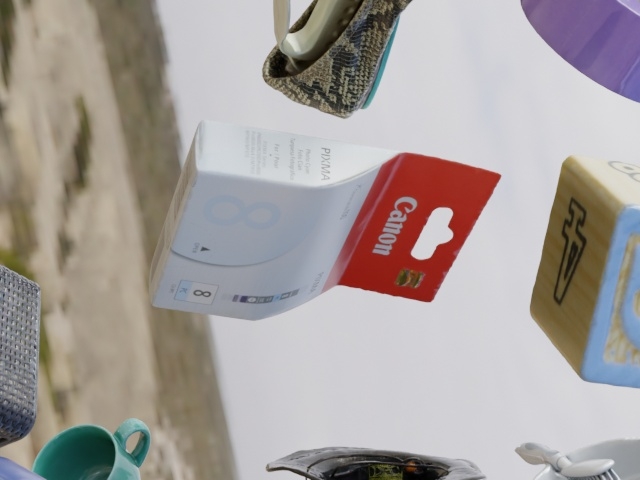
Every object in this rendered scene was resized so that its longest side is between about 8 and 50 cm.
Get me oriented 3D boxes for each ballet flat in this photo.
[{"bbox_3d":[0.050,-0.324,2.222,0.483,0.182,0.164,123,-29,-47],"label":"ballet flat"}]

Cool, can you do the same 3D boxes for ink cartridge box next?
[{"bbox_3d":[0.000,0.000,2.340,0.308,0.385,0.091,114,-18,-52],"label":"ink cartridge box"}]

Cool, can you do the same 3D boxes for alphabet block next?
[{"bbox_3d":[0.347,0.036,1.939,0.197,0.192,0.193,-116,-143,-70],"label":"alphabet block"}]

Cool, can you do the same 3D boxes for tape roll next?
[{"bbox_3d":[0.291,-0.217,1.784,0.080,0.189,0.189,-56,-147,30],"label":"tape roll"}]

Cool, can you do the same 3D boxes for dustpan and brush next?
[{"bbox_3d":[0.232,0.213,1.696,0.060,0.147,0.211,63,-17,-3],"label":"dustpan and brush"}]

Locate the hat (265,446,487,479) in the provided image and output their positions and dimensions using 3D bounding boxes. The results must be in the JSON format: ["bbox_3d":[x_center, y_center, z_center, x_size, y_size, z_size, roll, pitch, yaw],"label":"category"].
[{"bbox_3d":[0.072,0.362,2.514,0.331,0.331,0.134,-159,-107,-84],"label":"hat"}]

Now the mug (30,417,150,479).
[{"bbox_3d":[-0.290,0.316,2.446,0.097,0.158,0.129,56,24,-47],"label":"mug"}]

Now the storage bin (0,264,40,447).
[{"bbox_3d":[-0.355,0.118,1.868,0.084,0.122,0.180,33,43,-43],"label":"storage bin"}]

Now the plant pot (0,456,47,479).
[{"bbox_3d":[-0.232,0.278,1.216,0.236,0.212,0.236,11,-54,60],"label":"plant pot"}]
